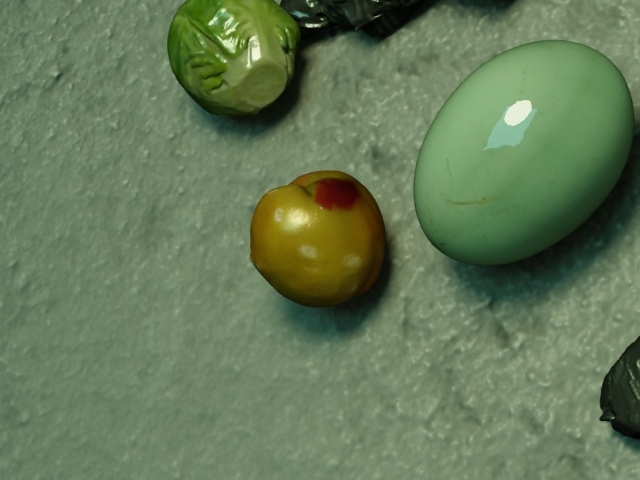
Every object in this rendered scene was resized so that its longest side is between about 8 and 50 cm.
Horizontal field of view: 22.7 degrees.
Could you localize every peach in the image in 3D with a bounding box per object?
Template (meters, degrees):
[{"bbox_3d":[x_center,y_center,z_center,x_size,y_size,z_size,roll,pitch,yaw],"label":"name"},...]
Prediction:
[{"bbox_3d":[0.000,0.000,1.544,0.138,0.138,0.138,-13,64,27],"label":"peach"}]

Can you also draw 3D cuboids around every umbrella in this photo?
[{"bbox_3d":[0.099,-0.277,1.617,0.336,0.128,0.154,-32,32,26],"label":"umbrella"}]

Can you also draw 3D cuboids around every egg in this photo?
[{"bbox_3d":[0.182,-0.078,1.444,0.231,0.168,0.168,-47,53,11],"label":"egg"}]

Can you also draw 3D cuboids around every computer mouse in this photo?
[{"bbox_3d":[0.312,0.109,1.357,0.172,0.057,0.099,-38,56,26],"label":"computer mouse"}]

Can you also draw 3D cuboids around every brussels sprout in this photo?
[{"bbox_3d":[-0.098,-0.199,1.689,0.155,0.117,0.155,3,93,60],"label":"brussels sprout"}]
